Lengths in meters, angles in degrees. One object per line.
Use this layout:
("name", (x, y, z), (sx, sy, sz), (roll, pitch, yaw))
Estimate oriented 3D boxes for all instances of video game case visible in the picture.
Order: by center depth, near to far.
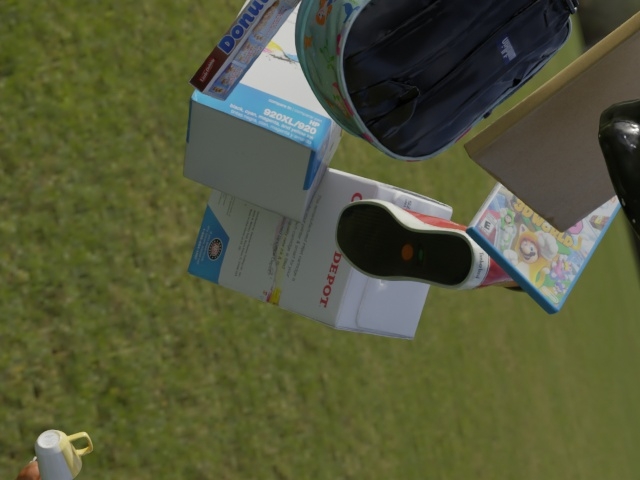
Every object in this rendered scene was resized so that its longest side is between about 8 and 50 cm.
("video game case", (0.220, -0.028, 1.329), (0.119, 0.015, 0.166), (43, 59, -12))

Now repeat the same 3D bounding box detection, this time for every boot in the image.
("boot", (0.148, 0.012, 1.620), (0.176, 0.244, 0.088), (5, 99, -43))

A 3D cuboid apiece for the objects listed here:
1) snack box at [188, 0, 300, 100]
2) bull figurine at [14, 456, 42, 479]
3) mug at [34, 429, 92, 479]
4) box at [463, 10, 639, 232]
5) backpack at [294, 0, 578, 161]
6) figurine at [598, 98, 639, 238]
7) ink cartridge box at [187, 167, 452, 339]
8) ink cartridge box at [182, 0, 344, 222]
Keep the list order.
("snack box", (-0.060, -0.217, 1.374), (0.022, 0.178, 0.064), (41, 9, 14))
("bull figurine", (-0.501, 0.485, 2.324), (0.101, 0.310, 0.188), (29, 15, -6))
("mug", (-0.373, 0.299, 1.973), (0.078, 0.062, 0.064), (-46, 141, -35))
("box", (0.238, -0.099, 1.135), (0.164, 0.201, 0.021), (33, 27, -46))
("backpack", (0.099, -0.216, 1.405), (0.191, 0.253, 0.225), (31, -17, 49))
("figurine", (0.283, -0.051, 0.689), (0.215, 0.209, 0.092), (19, 49, -47))
("ink cartridge box", (0.000, 0.000, 1.900), (0.197, 0.270, 0.198), (15, 93, -54))
("ink cartridge box", (-0.048, -0.181, 1.739), (0.171, 0.168, 0.232), (103, 10, -58))
